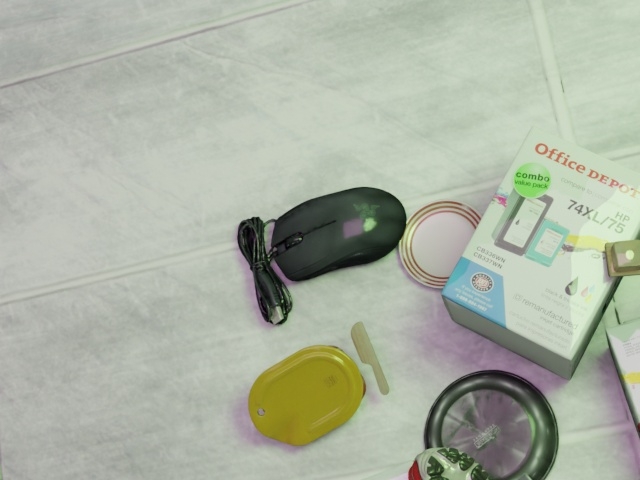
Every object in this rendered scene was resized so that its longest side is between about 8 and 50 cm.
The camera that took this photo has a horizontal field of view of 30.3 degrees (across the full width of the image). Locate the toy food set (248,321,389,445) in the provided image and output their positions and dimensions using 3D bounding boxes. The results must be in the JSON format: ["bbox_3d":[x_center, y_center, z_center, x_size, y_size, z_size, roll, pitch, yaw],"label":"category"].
[{"bbox_3d":[-0.002,0.217,1.769,0.217,0.071,0.128,-29,92,8],"label":"toy food set"}]

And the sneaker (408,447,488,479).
[{"bbox_3d":[0.226,0.401,1.630,0.107,0.118,0.279,-35,87,-26],"label":"sneaker"}]

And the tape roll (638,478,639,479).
[{"bbox_3d":[0.552,0.450,1.513,0.391,0.072,0.392,-3,79,14],"label":"tape roll"}]

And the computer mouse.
[{"bbox_3d":[0.000,0.000,1.815,0.272,0.072,0.189,-23,67,12],"label":"computer mouse"}]

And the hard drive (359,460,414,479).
[{"bbox_3d":[0.028,0.467,1.694,0.307,0.040,0.203,-23,69,9],"label":"hard drive"}]

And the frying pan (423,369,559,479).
[{"bbox_3d":[0.255,0.339,1.668,0.197,0.053,0.326,-18,68,13],"label":"frying pan"}]

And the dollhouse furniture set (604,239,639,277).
[{"bbox_3d":[0.552,0.155,1.527,0.355,0.174,0.303,-3,72,2],"label":"dollhouse furniture set"}]

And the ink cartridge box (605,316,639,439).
[{"bbox_3d":[0.475,0.192,1.600,0.127,0.128,0.176,-19,71,9],"label":"ink cartridge box"}]

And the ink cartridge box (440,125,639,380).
[{"bbox_3d":[0.323,0.021,1.651,0.198,0.197,0.270,26,82,17],"label":"ink cartridge box"}]

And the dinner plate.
[{"bbox_3d":[0.189,0.006,1.797,0.141,0.017,0.141,-4,72,14],"label":"dinner plate"}]
